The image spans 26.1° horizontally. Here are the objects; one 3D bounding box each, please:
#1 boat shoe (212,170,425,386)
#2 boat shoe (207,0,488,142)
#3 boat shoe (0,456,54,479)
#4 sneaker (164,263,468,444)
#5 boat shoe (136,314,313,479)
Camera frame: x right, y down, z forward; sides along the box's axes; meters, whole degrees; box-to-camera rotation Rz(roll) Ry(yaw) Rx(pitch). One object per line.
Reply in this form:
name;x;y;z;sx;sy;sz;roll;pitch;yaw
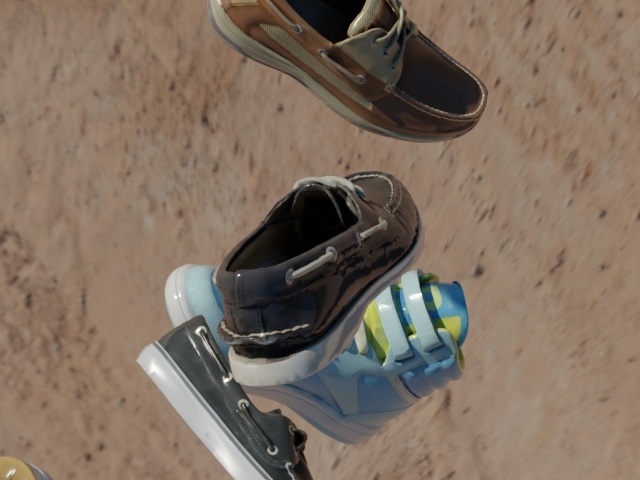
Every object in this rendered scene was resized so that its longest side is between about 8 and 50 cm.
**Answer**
boat shoe;0.000;0.000;0.438;0.046;0.125;0.038;-3;114;27
boat shoe;0.041;-0.206;1.447;0.324;0.116;0.123;23;59;-16
boat shoe;-0.108;0.237;0.682;0.098;0.096;0.277;-32;58;17
sneaker;0.017;0.071;1.325;0.208;0.319;0.127;-32;49;25
boat shoe;-0.031;0.095;0.660;0.040;0.049;0.142;-41;77;-7
